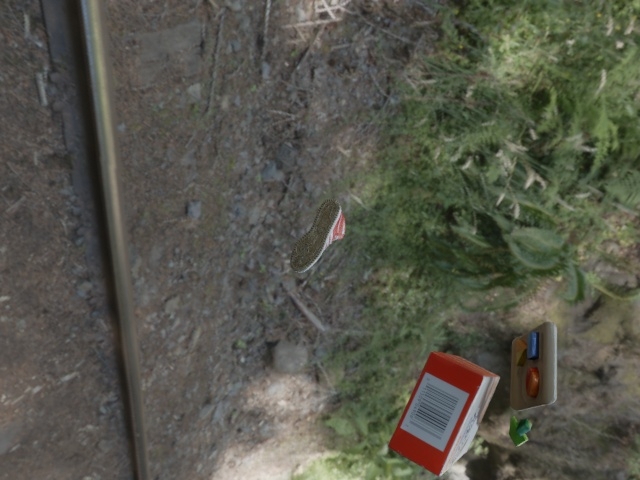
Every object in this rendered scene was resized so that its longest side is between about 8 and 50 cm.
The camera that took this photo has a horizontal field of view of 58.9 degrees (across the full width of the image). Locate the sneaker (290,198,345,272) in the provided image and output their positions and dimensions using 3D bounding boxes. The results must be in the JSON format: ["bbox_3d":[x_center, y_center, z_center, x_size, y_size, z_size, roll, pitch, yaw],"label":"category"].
[{"bbox_3d":[0.000,0.000,0.843,0.118,0.042,0.067,-59,161,-6],"label":"sneaker"}]

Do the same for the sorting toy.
[{"bbox_3d":[0.149,0.104,0.407,0.062,0.012,0.083,106,-5,-69],"label":"sorting toy"}]

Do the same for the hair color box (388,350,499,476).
[{"bbox_3d":[0.126,0.161,0.545,0.093,0.053,0.167,-65,156,-2],"label":"hair color box"}]
